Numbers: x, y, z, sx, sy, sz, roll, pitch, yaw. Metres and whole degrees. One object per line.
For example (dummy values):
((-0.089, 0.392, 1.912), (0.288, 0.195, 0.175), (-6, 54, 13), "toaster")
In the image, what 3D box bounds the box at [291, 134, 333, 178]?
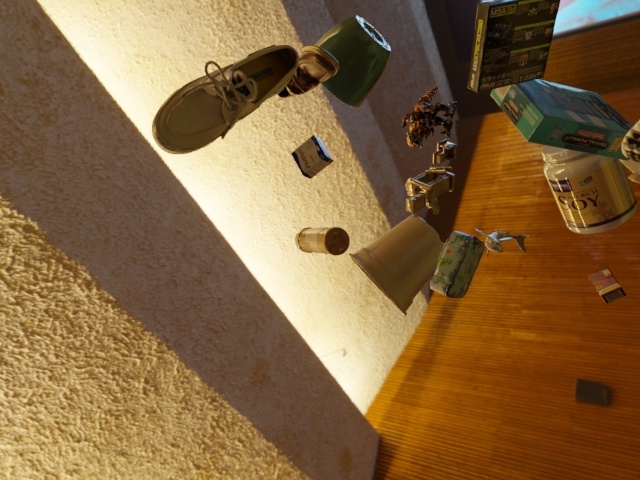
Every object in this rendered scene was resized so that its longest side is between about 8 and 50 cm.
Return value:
((-0.037, -0.360, 1.985), (0.072, 0.137, 0.126), (9, -131, -60), "box")

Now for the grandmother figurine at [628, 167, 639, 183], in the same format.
((0.886, -0.272, 1.060), (0.104, 0.207, 0.343), (-49, -21, -60), "grandmother figurine")

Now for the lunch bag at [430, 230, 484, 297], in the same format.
((0.463, 0.084, 1.539), (0.176, 0.090, 0.219), (18, -85, -53), "lunch bag")

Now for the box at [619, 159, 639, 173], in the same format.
((0.976, -0.282, 1.245), (0.113, 0.275, 0.094), (10, -137, -41), "box")

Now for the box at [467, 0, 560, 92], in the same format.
((0.429, -0.442, 1.026), (0.190, 0.045, 0.184), (-17, -54, -14), "box")

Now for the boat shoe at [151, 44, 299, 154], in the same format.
((-0.181, -0.308, 0.959), (0.367, 0.156, 0.136), (-37, -76, -25), "boat shoe")

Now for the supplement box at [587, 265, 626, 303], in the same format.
((0.762, 0.118, 1.222), (0.043, 0.055, 0.083), (43, -150, -25), "supplement box")

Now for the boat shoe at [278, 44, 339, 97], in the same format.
((-0.056, -0.508, 1.441), (0.123, 0.342, 0.123), (31, -95, -29), "boat shoe")

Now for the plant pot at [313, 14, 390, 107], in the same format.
((0.124, -0.702, 1.757), (0.293, 0.235, 0.293), (31, -145, -25), "plant pot")

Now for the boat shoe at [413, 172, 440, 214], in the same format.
((0.379, -0.163, 1.602), (0.153, 0.048, 0.056), (62, -178, 12), "boat shoe")

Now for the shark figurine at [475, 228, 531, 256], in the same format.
((0.745, 0.018, 1.927), (0.278, 0.166, 0.116), (-10, -60, -40), "shark figurine")

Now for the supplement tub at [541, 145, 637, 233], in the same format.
((0.957, -0.218, 1.650), (0.331, 0.241, 0.241), (58, -136, -15), "supplement tub")

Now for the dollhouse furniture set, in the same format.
((0.300, -0.199, 1.357), (0.181, 0.101, 0.161), (-27, -51, -28), "dollhouse furniture set")

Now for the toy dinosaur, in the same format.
((0.480, -0.555, 2.034), (0.164, 0.218, 0.322), (12, -89, -75), "toy dinosaur")

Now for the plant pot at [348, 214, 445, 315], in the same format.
((0.332, 0.074, 1.835), (0.305, 0.334, 0.334), (-43, -48, 0), "plant pot")

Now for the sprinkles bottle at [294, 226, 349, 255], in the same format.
((0.000, 0.000, 2.016), (0.121, 0.355, 0.121), (0, -89, -23), "sprinkles bottle")

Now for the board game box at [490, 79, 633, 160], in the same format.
((0.682, -0.349, 1.284), (0.335, 0.079, 0.254), (7, -136, -15), "board game box")

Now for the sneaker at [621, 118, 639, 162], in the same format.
((0.683, -0.252, 0.877), (0.118, 0.110, 0.292), (-54, -21, -17), "sneaker")
